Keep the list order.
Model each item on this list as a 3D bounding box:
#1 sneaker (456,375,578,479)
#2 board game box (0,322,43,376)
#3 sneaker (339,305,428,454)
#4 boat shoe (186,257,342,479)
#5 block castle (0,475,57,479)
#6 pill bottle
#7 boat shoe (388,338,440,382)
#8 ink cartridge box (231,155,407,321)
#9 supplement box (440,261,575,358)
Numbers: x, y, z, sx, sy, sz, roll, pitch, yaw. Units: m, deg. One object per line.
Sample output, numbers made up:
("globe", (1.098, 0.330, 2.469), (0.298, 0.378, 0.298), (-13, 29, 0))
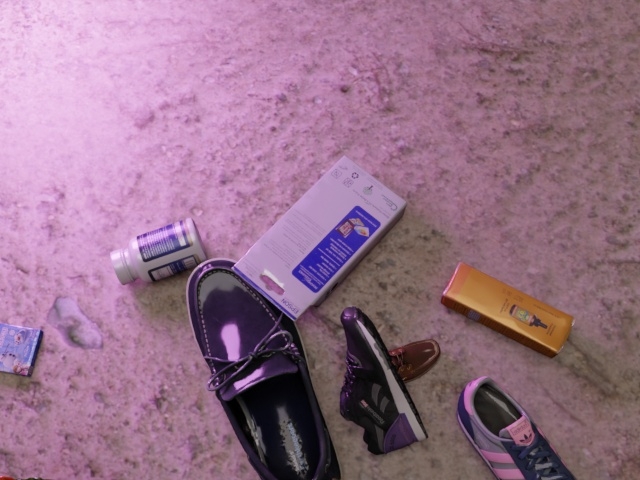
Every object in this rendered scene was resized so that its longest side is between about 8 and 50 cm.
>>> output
("sneaker", (0.344, 0.365, 1.379), (0.112, 0.131, 0.319), (-33, 59, -18))
("board game box", (-0.586, 0.209, 1.570), (0.090, 0.020, 0.090), (8, 71, 7))
("sneaker", (0.078, 0.254, 1.420), (0.124, 0.107, 0.283), (-25, 106, 3))
("boat shoe", (-0.106, 0.239, 1.466), (0.186, 0.156, 0.500), (-24, 70, -4))
("block castle", (-0.457, 0.516, 1.234), (0.212, 0.453, 0.303), (-6, 69, 8))
("pill bottle", (-0.311, 0.026, 1.581), (0.169, 0.094, 0.094), (-20, 71, -4))
("boat shoe", (0.141, 0.230, 1.504), (0.178, 0.060, 0.064), (-23, 71, -5))
("ink cartridge box", (0.000, 0.000, 1.572), (0.165, 0.065, 0.332), (40, 68, 14))
("supplement box", (0.344, 0.130, 1.522), (0.233, 0.080, 0.078), (27, 75, 13))
